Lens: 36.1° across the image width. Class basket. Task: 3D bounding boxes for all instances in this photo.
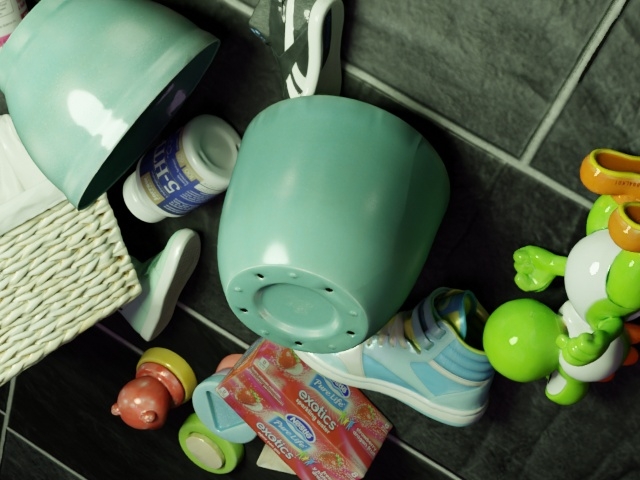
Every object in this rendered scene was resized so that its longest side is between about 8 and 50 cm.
[{"bbox_3d":[-0.506,0.010,1.509,0.328,0.331,0.266,24,141,45],"label":"basket"}]

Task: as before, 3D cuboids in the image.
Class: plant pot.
[{"bbox_3d":[0.000,0.000,1.257,0.293,0.235,0.293,12,142,10],"label":"plant pot"},{"bbox_3d":[-0.298,-0.213,1.289,0.196,0.293,0.293,40,132,-5],"label":"plant pot"}]

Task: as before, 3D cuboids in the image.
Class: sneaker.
[{"bbox_3d":[0.115,0.125,1.410,0.319,0.127,0.208,20,132,5],"label":"sneaker"},{"bbox_3d":[-0.297,0.046,1.613,0.151,0.094,0.256,37,131,7],"label":"sneaker"},{"bbox_3d":[-0.038,-0.239,1.285,0.121,0.079,0.216,30,133,24],"label":"sneaker"}]

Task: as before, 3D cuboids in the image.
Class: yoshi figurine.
[{"bbox_3d":[0.310,0.071,1.226,0.203,0.204,0.362,36,137,26],"label":"yoshi figurine"}]

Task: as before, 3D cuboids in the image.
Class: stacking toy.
[{"bbox_3d":[-0.200,0.338,1.735,0.309,0.130,0.279,-4,119,33],"label":"stacking toy"}]

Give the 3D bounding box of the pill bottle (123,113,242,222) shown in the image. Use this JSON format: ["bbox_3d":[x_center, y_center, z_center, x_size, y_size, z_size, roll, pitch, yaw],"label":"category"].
[{"bbox_3d":[-0.205,-0.098,1.446,0.187,0.112,0.112,-29,104,40],"label":"pill bottle"}]

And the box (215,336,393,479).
[{"bbox_3d":[-0.025,0.271,1.587,0.257,0.128,0.123,47,132,-6],"label":"box"}]

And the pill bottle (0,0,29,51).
[{"bbox_3d":[-0.518,-0.405,1.381,0.160,0.160,0.283,9,126,25],"label":"pill bottle"}]
